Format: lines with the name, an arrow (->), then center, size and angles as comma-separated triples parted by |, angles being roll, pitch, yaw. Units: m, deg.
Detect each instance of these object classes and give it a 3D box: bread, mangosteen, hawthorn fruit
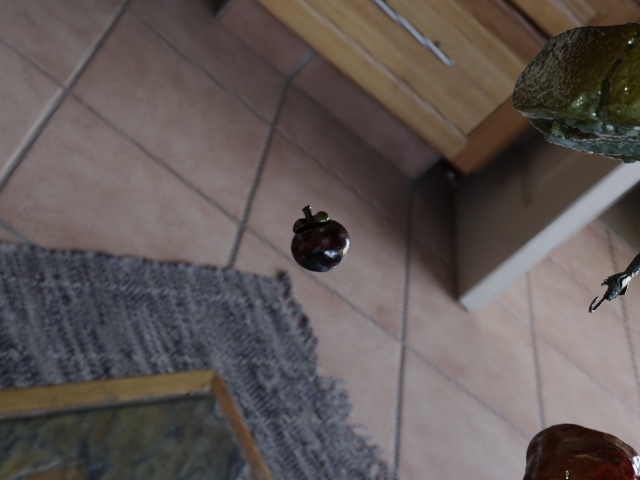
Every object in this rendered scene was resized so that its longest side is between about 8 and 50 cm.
bread -> 0.348, -0.159, 1.216 | 0.186, 0.257, 0.124 | 28, 76, -40
mangosteen -> 0.000, 0.003, 1.408 | 0.081, 0.081, 0.081 | 34, 31, -24
hawthorn fruit -> 0.456, 0.400, 1.722 | 0.207, 0.243, 0.207 | -10, 90, -69

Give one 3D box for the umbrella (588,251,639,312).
umbrella -> 0.497, 0.049, 1.704 | 0.044, 0.044, 0.269 | 30, 46, 32
